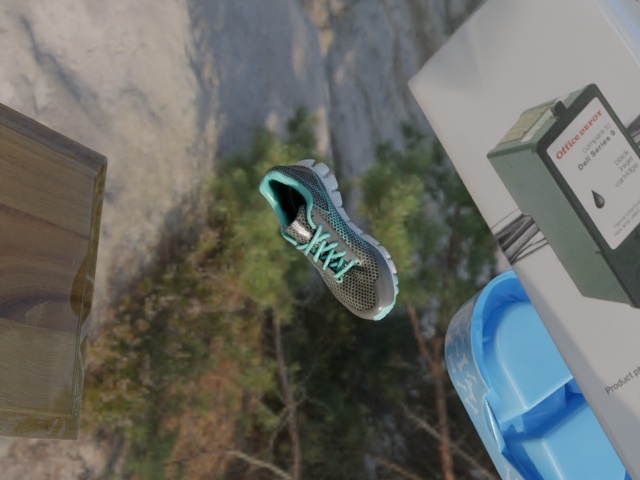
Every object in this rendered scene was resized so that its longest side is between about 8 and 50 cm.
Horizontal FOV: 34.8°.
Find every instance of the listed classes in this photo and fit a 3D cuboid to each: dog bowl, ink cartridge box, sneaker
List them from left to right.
[{"bbox_3d":[0.000,0.000,0.868,0.076,0.065,0.166,3,46,-56],"label":"sneaker"},{"bbox_3d":[0.237,0.176,1.088,0.165,0.074,0.297,-27,90,-33],"label":"dog bowl"},{"bbox_3d":[0.204,-0.002,0.549,0.211,0.121,0.289,8,48,-45],"label":"ink cartridge box"}]

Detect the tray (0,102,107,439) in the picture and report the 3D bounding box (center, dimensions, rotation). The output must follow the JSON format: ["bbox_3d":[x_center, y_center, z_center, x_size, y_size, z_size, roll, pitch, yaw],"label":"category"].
[{"bbox_3d":[-0.261,-0.005,0.541,0.411,0.076,0.203,31,61,-66],"label":"tray"}]
